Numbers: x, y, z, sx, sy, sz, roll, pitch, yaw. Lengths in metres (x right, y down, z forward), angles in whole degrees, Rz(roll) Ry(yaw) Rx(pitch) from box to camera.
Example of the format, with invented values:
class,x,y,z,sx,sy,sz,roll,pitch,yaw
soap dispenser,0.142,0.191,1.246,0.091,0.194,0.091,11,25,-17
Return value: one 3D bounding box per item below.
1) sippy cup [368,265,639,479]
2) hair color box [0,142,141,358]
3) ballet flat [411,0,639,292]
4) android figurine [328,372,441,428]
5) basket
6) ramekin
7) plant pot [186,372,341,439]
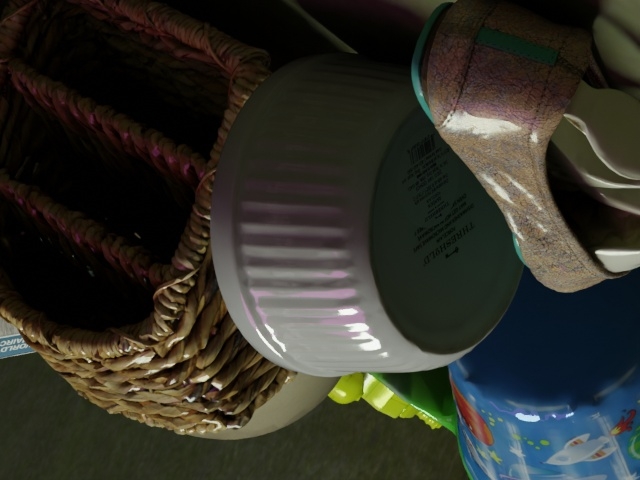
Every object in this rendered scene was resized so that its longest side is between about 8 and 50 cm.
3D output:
class,x,y,z,sx,sy,sz,roll,pitch,yaw
sippy cup,0.194,0.095,1.466,0.224,0.305,0.240,58,-171,-58
hair color box,-0.293,-0.047,1.653,0.174,0.105,0.347,-11,-140,-30
ballet flat,0.150,-0.036,1.085,0.106,0.107,0.316,12,169,28
android figurine,0.036,0.099,2.122,0.273,0.056,0.248,39,-157,-3
basket,-0.144,-0.027,1.347,0.299,0.213,0.223,30,159,45
ramekin,0.040,-0.013,1.215,0.109,0.207,0.207,5,161,42
plant pot,-0.067,0.011,1.663,0.256,0.256,0.274,25,157,-1
